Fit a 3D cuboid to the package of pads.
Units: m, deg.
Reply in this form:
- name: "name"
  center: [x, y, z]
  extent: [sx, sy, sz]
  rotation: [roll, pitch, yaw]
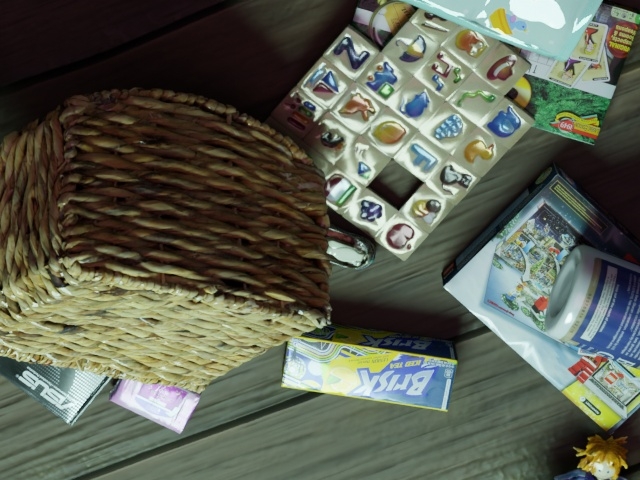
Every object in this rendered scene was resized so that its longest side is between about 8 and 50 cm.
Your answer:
- name: "package of pads"
  center: [-0.165, 0.153, 1.949]
  extent: [0.083, 0.032, 0.050]
  rotation: [26, 108, -8]

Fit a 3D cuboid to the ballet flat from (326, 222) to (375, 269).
- name: "ballet flat"
  center: [0.000, 0.000, 1.893]
  extent: [0.114, 0.041, 0.041]
  rotation: [18, 108, -5]

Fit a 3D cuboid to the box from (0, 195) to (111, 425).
- name: "box"
  center: [-0.264, 0.057, 1.912]
  extent: [0.191, 0.045, 0.184]
  rotation: [38, 102, -11]

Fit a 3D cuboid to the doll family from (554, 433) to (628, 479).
- name: "doll family"
  center: [0.303, 0.275, 1.951]
  extent: [0.263, 0.118, 0.163]
  rotation: [9, 127, 2]

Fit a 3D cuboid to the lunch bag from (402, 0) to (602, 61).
- name: "lunch bag"
  center: [0.170, -0.310, 1.729]
  extent: [0.223, 0.160, 0.262]
  rotation: [22, 102, -7]

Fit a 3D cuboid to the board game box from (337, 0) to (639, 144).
- name: "board game box"
  center: [0.159, -0.190, 1.836]
  extent: [0.260, 0.030, 0.136]
  rotation: [16, 110, -5]

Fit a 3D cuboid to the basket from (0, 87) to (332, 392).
- name: "basket"
  center: [-0.168, -0.005, 1.796]
  extent: [0.299, 0.213, 0.223]
  rotation: [13, 152, -35]

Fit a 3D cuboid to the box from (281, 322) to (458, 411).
- name: "box"
  center: [0.048, 0.122, 1.926]
  extent: [0.169, 0.054, 0.059]
  rotation: [8, 108, -3]

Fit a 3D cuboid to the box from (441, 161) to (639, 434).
- name: "box"
  center: [0.257, 0.058, 1.908]
  extent: [0.233, 0.044, 0.159]
  rotation: [42, 104, -12]

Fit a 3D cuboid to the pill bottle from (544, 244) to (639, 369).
- name: "pill bottle"
  center: [0.306, 0.074, 1.838]
  extent: [0.169, 0.094, 0.094]
  rotation: [20, 107, -6]

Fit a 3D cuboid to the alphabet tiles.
- name: "alphabet tiles"
  center: [0.078, -0.117, 1.846]
  extent: [0.198, 0.009, 0.237]
  rotation: [36, 113, -14]
